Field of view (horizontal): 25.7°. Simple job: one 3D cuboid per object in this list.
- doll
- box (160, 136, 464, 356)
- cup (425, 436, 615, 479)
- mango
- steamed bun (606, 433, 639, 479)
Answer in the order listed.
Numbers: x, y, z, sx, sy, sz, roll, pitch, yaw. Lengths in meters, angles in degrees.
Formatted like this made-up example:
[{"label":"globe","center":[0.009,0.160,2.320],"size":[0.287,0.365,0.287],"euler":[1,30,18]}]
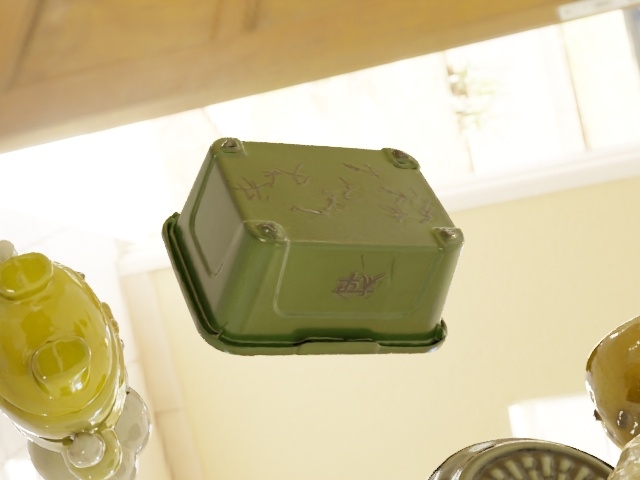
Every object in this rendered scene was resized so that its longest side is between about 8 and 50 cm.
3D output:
[{"label":"doll","center":[-0.112,0.061,0.615],"size":[0.162,0.062,0.106],"euler":[97,-31,-67]},{"label":"box","center":[0.000,0.000,1.684],"size":[0.253,0.329,0.178],"euler":[60,-42,46]},{"label":"cup","center":[0.118,0.244,0.872],"size":[0.223,0.169,0.176],"euler":[-59,166,-50]},{"label":"mango","center":[0.309,0.121,1.152],"size":[0.098,0.195,0.137],"euler":[-109,-151,-52]},{"label":"steamed bun","center":[0.121,0.170,0.570],"size":[0.172,0.155,0.141],"euler":[-117,-154,-42]}]
